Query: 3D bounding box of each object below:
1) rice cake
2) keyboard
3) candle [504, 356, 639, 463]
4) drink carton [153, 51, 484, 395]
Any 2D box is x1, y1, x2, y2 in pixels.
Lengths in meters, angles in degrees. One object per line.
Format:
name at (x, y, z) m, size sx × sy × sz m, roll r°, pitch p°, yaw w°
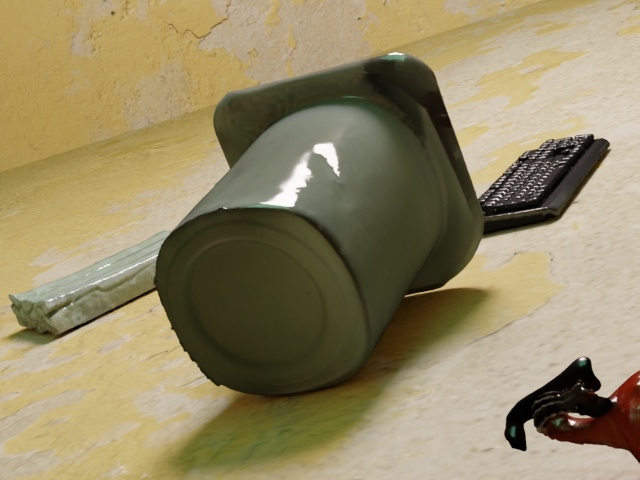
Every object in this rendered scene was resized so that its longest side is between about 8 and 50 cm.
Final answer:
rice cake at (-0.205, 0.035, 1.378) m, size 0.211 × 0.038 × 0.124 m, roll -25°, pitch 14°, yaw -30°
keyboard at (0.193, -0.055, 1.219) m, size 0.094 × 0.025 × 0.230 m, roll -10°, pitch 15°, yaw 26°
candle at (0.220, 0.063, 0.577) m, size 0.302 × 0.059 × 0.084 m, roll -10°, pitch 3°, yaw 28°
drink carton at (0.000, 0.000, 0.937) m, size 0.186 × 0.191 × 0.189 m, roll -10°, pitch 24°, yaw 23°
